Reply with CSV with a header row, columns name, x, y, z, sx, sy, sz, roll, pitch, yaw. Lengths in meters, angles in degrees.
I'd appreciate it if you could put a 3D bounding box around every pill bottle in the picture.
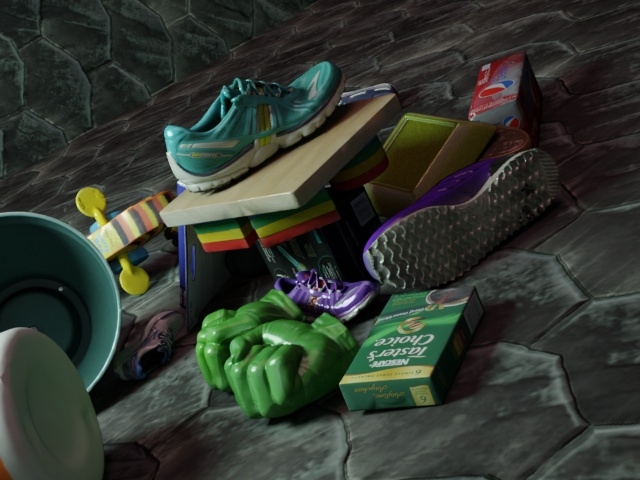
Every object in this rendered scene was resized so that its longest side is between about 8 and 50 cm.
name,x,y,z,sx,sy,sz,roll,pitch,yaw
pill bottle,-0.475,0.271,1.281,0.392,0.224,0.224,-23,19,10

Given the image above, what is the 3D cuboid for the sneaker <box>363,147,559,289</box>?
name,x,y,z,sx,sy,sz,roll,pitch,yaw
sneaker,0.167,-0.026,1.453,0.293,0.102,0.146,-28,15,-21

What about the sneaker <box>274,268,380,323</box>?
name,x,y,z,sx,sy,sz,roll,pitch,yaw
sneaker,0.001,0.070,1.436,0.170,0.071,0.068,-8,26,41

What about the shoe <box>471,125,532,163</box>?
name,x,y,z,sx,sy,sz,roll,pitch,yaw
shoe,0.229,-0.120,1.653,0.219,0.058,0.076,-8,46,43

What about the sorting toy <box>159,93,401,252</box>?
name,x,y,z,sx,sy,sz,roll,pitch,yaw
sorting toy,-0.039,-0.081,1.480,0.255,0.089,0.257,-7,29,42

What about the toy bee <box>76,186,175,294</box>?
name,x,y,z,sx,sy,sz,roll,pitch,yaw
toy bee,-0.373,0.026,1.887,0.298,0.195,0.162,-57,-17,27

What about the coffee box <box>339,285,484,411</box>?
name,x,y,z,sx,sy,sz,roll,pitch,yaw
coffee box,0.105,0.117,1.219,0.113,0.040,0.184,-8,26,30

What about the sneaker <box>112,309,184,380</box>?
name,x,y,z,sx,sy,sz,roll,pitch,yaw
sneaker,-0.231,0.153,1.562,0.058,0.052,0.135,5,42,39

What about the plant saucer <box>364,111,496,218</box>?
name,x,y,z,sx,sy,sz,roll,pitch,yaw
plant saucer,0.144,-0.120,1.650,0.188,0.045,0.188,19,72,54

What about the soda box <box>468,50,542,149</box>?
name,x,y,z,sx,sy,sz,roll,pitch,yaw
soda box,0.301,-0.217,1.769,0.083,0.092,0.263,-17,20,21

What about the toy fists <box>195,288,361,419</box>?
name,x,y,z,sx,sy,sz,roll,pitch,yaw
toy fists,-0.066,0.133,1.321,0.142,0.096,0.279,-33,22,-17

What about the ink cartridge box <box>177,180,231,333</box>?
name,x,y,z,sx,sy,sz,roll,pitch,yaw
ink cartridge box,-0.176,-0.010,1.654,0.045,0.223,0.224,11,31,14

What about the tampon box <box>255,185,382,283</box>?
name,x,y,z,sx,sy,sz,roll,pitch,yaw
tampon box,0.000,0.000,1.542,0.101,0.120,0.161,-40,24,-33

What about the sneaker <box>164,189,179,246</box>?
name,x,y,z,sx,sy,sz,roll,pitch,yaw
sneaker,-0.149,-0.064,1.884,0.146,0.134,0.343,-29,21,-31

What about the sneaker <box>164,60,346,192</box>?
name,x,y,z,sx,sy,sz,roll,pitch,yaw
sneaker,-0.082,-0.169,1.455,0.275,0.110,0.107,-35,22,-20

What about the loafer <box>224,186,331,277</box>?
name,x,y,z,sx,sy,sz,roll,pitch,yaw
loafer,-0.045,-0.011,1.695,0.223,0.076,0.078,-31,22,-9

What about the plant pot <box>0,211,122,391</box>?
name,x,y,z,sx,sy,sz,roll,pitch,yaw
plant pot,-0.426,0.121,1.587,0.293,0.293,0.196,-29,-7,-10

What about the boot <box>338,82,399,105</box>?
name,x,y,z,sx,sy,sz,roll,pitch,yaw
boot,0.068,-0.269,2.231,0.190,0.069,0.086,-21,17,7
